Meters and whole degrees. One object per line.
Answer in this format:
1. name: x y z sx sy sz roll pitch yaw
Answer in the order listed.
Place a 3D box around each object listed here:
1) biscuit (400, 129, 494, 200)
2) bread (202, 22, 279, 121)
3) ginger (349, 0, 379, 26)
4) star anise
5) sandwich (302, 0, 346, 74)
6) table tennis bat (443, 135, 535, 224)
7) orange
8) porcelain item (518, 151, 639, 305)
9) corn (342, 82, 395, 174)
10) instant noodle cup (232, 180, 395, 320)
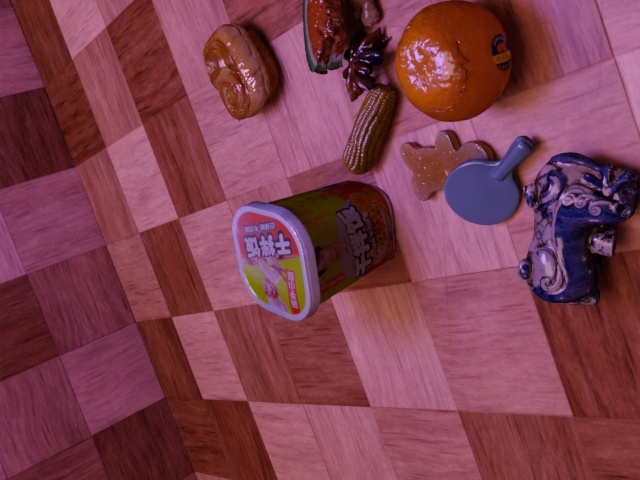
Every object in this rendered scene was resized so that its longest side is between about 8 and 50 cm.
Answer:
1. biscuit: 0.268 -0.155 1.656 0.234 0.030 0.153 -11 103 53
2. bread: -0.203 -0.433 2.019 0.236 0.120 0.198 61 145 6
3. ginger: 0.101 -0.557 1.627 0.176 0.052 0.193 -24 89 59
4. star anise: 0.087 -0.381 1.711 0.168 0.057 0.168 -33 50 49
5. sandwich: 0.018 -0.492 1.708 0.159 0.079 0.235 132 133 -63
6. table tennis bat: 0.338 -0.119 1.554 0.149 0.038 0.237 35 136 1
7. orange: 0.245 -0.329 1.456 0.219 0.193 0.219 15 119 29
8. porcelain item: 0.463 -0.015 1.422 0.186 0.138 0.288 12 115 28
9. corn: 0.111 -0.247 1.768 0.080 0.080 0.231 44 134 27
10. instant noodle cup: 0.000 0.000 1.843 0.293 0.307 0.294 29 131 40
